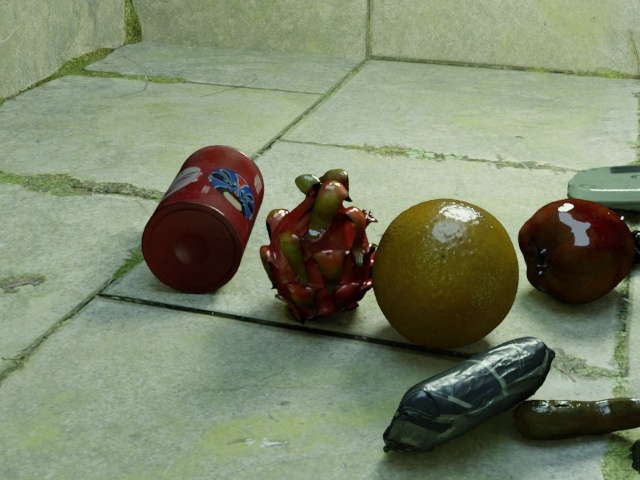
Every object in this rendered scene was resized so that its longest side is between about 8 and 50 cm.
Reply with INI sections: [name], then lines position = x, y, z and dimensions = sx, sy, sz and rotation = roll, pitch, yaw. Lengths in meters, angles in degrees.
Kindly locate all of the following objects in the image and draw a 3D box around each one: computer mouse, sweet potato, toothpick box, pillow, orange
[computer mouse]
position = 0.755, -0.115, 2.249
dimensions = 0.330, 0.095, 0.197
rotation = 0, 22, 20
[sweet potato]
position = 0.408, 0.268, 1.443
dimensions = 0.233, 0.062, 0.081
rotation = -5, -10, 4
[toothpick box]
position = -0.237, -0.053, 1.990
dimensions = 0.204, 0.204, 0.333
rotation = 1, 25, 3
[pillow]
position = 0.237, 0.231, 1.440
dimensions = 0.335, 0.161, 0.093
rotation = -20, 65, -31
[orange]
position = 0.219, 0.059, 1.677
dimensions = 0.274, 0.274, 0.274
rotation = 0, 25, 0

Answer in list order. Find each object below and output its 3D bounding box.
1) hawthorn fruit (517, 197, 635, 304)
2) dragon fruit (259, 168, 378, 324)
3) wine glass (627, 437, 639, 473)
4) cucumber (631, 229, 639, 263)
[hawthorn fruit]
position = 0.516, 0.007, 1.847
dimensions = 0.248, 0.208, 0.208
rotation = -22, 32, -23
[dragon fruit]
position = 0.010, 0.015, 1.739
dimensions = 0.227, 0.243, 0.307
rotation = -32, -5, -32
[wine glass]
position = 0.572, 0.267, 1.202
dimensions = 0.357, 0.190, 0.190
rotation = -27, 29, -6
[cucumber]
position = 0.683, 0.010, 1.999
dimensions = 0.303, 0.072, 0.081
rotation = -16, 31, -28
